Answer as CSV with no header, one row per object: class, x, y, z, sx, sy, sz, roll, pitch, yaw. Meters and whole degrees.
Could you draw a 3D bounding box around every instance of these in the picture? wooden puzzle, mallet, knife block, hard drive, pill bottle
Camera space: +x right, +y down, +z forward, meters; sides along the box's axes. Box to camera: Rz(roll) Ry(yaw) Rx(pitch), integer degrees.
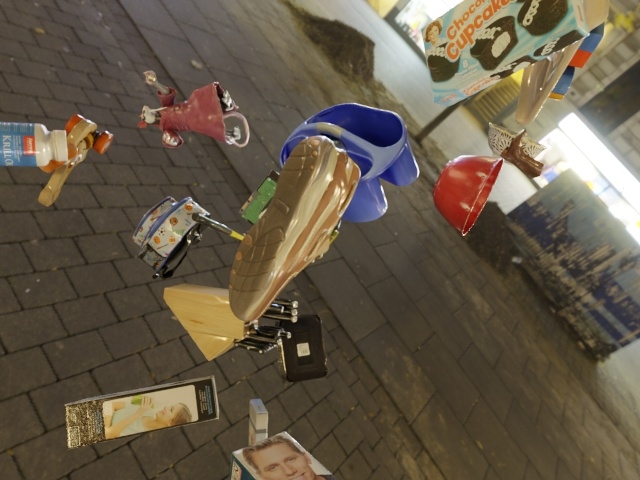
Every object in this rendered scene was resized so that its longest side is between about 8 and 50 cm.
wooden puzzle,0.615,-0.500,1.204,0.081,0.348,0.322,18,64,2
mallet,-0.167,-0.016,0.880,0.062,0.039,0.190,27,-2,41
knife block,-0.201,0.156,1.146,0.275,0.242,0.088,51,13,9
hard drive,-0.123,-0.092,1.901,0.339,0.237,0.064,35,34,-12
pill bottle,-0.848,-0.274,1.384,0.222,0.124,0.124,-5,53,-27

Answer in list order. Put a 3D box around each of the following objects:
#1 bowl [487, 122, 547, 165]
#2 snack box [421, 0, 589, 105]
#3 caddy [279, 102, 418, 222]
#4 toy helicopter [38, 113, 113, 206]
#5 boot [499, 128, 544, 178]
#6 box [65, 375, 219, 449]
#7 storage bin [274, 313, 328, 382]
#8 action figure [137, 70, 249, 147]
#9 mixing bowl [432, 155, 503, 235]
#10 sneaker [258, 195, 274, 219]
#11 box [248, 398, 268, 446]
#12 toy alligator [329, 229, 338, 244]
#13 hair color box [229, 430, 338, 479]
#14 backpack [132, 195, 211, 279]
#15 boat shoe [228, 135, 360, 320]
bowl,0.534,-0.258,1.357,0.170,0.080,0.170,18,24,-8
snack box,0.363,-0.433,1.006,0.060,0.322,0.187,0,78,-39
caddy,0.056,-0.195,1.107,0.341,0.241,0.179,30,-19,47
toy helicopter,-0.891,-0.265,1.696,0.140,0.355,0.235,32,12,-14
boot,0.538,-0.220,1.252,0.114,0.106,0.037,40,58,10
box,-0.369,0.362,1.045,0.290,0.169,0.087,-7,78,-12
storage bin,-0.057,0.305,1.381,0.122,0.084,0.180,-6,79,-16
action figure,-0.473,-0.452,1.722,0.276,0.370,0.248,-14,103,-74
mixing bowl,0.305,-0.112,1.042,0.098,0.181,0.181,29,21,20
sneaker,-0.096,-0.094,1.393,0.094,0.208,0.081,46,42,-17
box,-0.189,0.591,1.459,0.038,0.145,0.186,1,89,-16
toy alligator,0.000,0.000,1.336,0.056,0.051,0.189,33,33,6
hair color box,-0.056,0.619,1.164,0.174,0.105,0.347,-5,18,-42
backpack,-0.532,-0.040,1.765,0.213,0.263,0.276,43,41,-13
boat shoe,-0.038,-0.002,0.776,0.116,0.324,0.123,21,18,-37
